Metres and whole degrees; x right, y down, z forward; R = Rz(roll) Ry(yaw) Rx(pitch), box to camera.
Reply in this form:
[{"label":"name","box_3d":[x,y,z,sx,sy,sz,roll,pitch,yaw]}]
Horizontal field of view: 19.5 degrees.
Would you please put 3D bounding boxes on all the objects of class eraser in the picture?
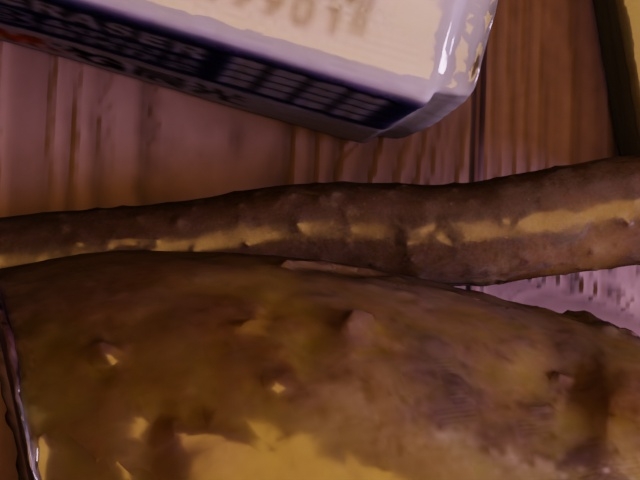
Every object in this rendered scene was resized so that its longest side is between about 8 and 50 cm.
[{"label":"eraser","box_3d":[-0.082,-0.112,0.665,0.279,0.124,0.081,16,83,-8]}]

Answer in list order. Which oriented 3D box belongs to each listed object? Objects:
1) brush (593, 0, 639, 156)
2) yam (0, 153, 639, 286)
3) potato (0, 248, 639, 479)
[{"label":"brush","box_3d":[0.208,-0.086,0.742,0.197,0.059,0.123,-9,91,-8]},{"label":"yam","box_3d":[0.000,0.000,0.686,0.327,0.045,0.045,-6,81,2]},{"label":"potato","box_3d":[0.031,0.100,0.627,0.266,0.229,0.229,-6,87,-12]}]
